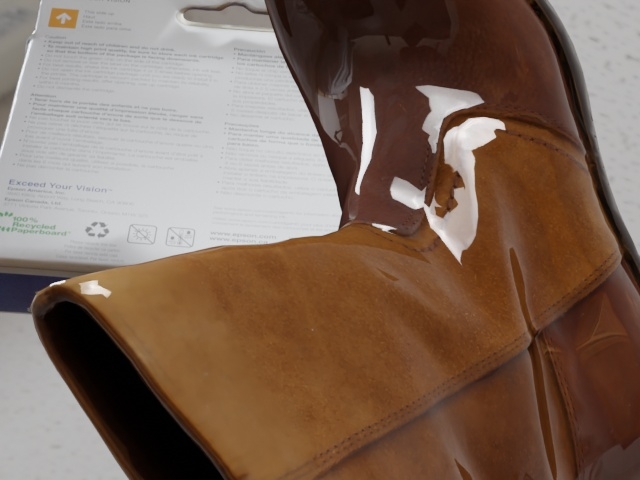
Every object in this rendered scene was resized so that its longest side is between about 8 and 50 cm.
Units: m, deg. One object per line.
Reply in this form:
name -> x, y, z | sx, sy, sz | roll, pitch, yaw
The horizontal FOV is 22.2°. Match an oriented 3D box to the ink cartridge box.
ink cartridge box -> -0.052, -0.049, 0.855 | 0.223, 0.045, 0.224 | 5, -132, 0

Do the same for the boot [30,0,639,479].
boot -> 0.000, 0.000, 0.517 | 0.096, 0.280, 0.264 | -28, -93, 34
